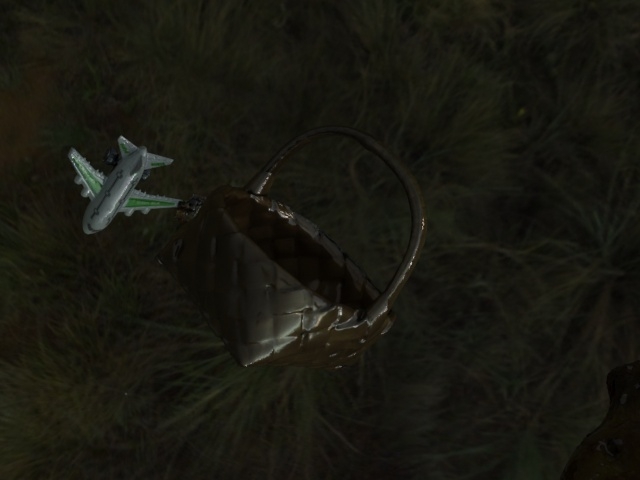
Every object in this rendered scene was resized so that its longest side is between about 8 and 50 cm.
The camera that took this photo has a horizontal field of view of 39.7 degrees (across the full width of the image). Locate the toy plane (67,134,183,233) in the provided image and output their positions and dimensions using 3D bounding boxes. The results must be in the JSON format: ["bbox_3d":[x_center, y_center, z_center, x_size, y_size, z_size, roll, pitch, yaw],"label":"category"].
[{"bbox_3d":[-0.413,-0.107,1.804,0.251,0.255,0.101,26,35,-28],"label":"toy plane"}]

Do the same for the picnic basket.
[{"bbox_3d":[0.000,0.000,1.210,0.337,0.337,0.293,-36,63,-16],"label":"picnic basket"}]

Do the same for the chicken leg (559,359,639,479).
[{"bbox_3d":[0.268,0.196,0.655,0.177,0.322,0.083,-32,114,-9],"label":"chicken leg"}]

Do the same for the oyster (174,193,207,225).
[{"bbox_3d":[-0.207,-0.034,1.635,0.132,0.086,0.029,23,32,-19],"label":"oyster"}]
